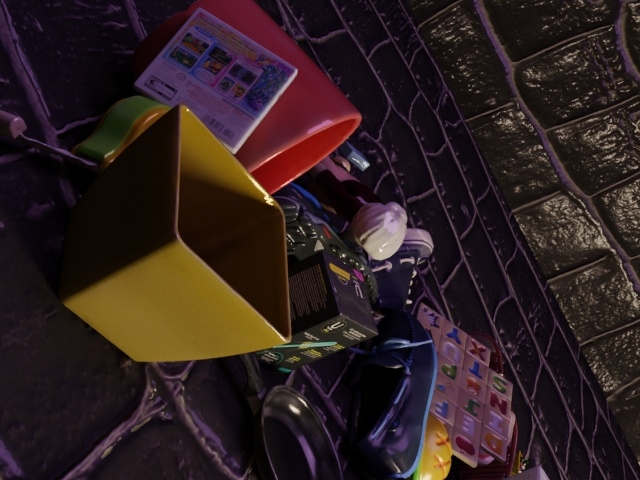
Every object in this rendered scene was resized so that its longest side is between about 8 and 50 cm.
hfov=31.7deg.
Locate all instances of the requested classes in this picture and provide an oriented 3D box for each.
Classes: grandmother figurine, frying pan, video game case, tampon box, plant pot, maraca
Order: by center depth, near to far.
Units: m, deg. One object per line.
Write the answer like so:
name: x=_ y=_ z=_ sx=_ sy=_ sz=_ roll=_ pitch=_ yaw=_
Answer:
plant pot: x=-0.171 y=0.016 z=1.260 sx=0.212 sy=0.187 sz=0.212 roll=48 pitch=26 yaw=-40
video game case: x=-0.132 y=-0.205 z=1.432 sx=0.157 sy=0.143 sz=0.019 roll=33 pitch=-21 yaw=7
frying pan: x=-0.065 y=0.244 z=1.454 sx=0.326 sy=0.053 sz=0.197 roll=51 pitch=25 yaw=-30
tampon box: x=-0.024 y=0.102 z=1.560 sx=0.120 sy=0.161 sz=0.101 roll=32 pitch=38 yaw=-57
plant pot: x=-0.120 y=-0.194 z=1.562 sx=0.243 sy=0.275 sz=0.275 roll=57 pitch=20 yaw=4
maraca: x=0.158 y=0.364 z=1.805 sx=0.127 sy=0.099 sz=0.185 roll=66 pitch=31 yaw=-63
grandmother figurine: x=0.055 y=-0.061 z=1.847 sx=0.208 sy=0.104 sz=0.342 roll=23 pitch=13 yaw=-24

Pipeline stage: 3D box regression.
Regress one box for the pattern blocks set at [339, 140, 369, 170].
pattern blocks set: x=-0.050 y=-0.248 z=1.918 sx=0.325 sy=0.026 sz=0.285 roll=34 pitch=15 yaw=-42

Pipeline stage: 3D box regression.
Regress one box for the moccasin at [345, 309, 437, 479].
moccasin: x=0.112 y=0.223 z=1.796 sx=0.117 sy=0.138 sz=0.342 roll=44 pitch=28 yaw=-26

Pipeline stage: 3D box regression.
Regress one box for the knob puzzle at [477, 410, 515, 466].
knob puzzle: x=0.275 y=0.321 z=2.063 sx=0.213 sy=0.030 sz=0.213 roll=12 pitch=47 yaw=-13

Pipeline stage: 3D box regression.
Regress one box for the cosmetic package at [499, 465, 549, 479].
cosmetic package: x=0.327 y=0.511 z=1.918 sx=0.151 sy=0.184 sz=0.151 roll=58 pitch=21 yaw=-17

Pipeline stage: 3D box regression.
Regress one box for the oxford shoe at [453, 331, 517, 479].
oxford shoe: x=0.316 y=0.356 z=2.177 sx=0.130 sy=0.123 sz=0.348 roll=79 pitch=13 yaw=-54

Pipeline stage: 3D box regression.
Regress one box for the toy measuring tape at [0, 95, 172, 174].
toy measuring tape: x=-0.249 y=-0.132 z=1.334 sx=0.330 sy=0.121 sz=0.121 roll=25 pitch=44 yaw=-60

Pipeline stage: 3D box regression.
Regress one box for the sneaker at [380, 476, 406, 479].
sneaker: x=0.087 y=0.397 z=1.586 sx=0.276 sy=0.098 sz=0.135 roll=34 pitch=36 yaw=-58

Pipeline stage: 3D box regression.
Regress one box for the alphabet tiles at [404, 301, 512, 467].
alphabet tiles: x=0.227 y=0.251 z=2.030 sx=0.285 sy=0.011 sz=0.342 roll=35 pitch=31 yaw=-8

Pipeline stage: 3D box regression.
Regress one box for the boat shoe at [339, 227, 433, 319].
boat shoe: x=0.121 y=0.066 z=2.047 sx=0.340 sy=0.127 sz=0.158 roll=3 pitch=69 yaw=-58

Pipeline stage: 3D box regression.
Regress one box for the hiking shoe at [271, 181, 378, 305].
hiking shoe: x=0.000 y=0.000 z=1.810 sx=0.304 sy=0.113 sz=0.132 roll=51 pitch=21 yaw=-38

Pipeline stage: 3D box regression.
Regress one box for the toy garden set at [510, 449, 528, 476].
toy garden set: x=0.382 y=0.468 z=2.253 sx=0.244 sy=0.049 sz=0.204 roll=-84 pitch=155 yaw=-52
